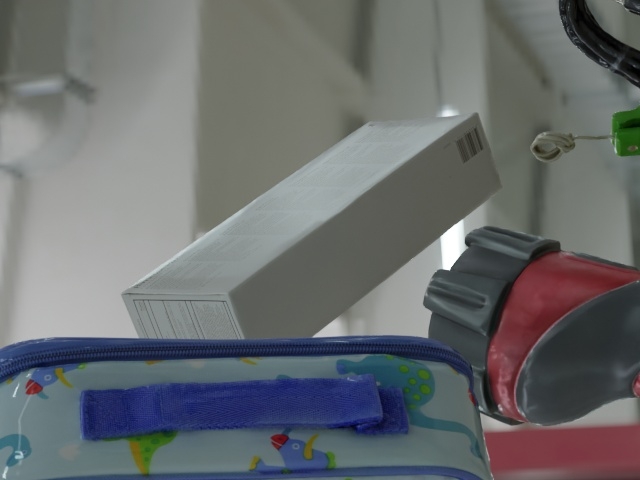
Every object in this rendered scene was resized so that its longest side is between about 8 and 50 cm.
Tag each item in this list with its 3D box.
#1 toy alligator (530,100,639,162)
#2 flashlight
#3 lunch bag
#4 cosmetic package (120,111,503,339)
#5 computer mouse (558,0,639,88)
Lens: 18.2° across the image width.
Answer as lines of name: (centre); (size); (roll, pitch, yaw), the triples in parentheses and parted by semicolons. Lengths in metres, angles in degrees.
toy alligator: (0.236, -0.079, 1.334); (0.056, 0.190, 0.051); (83, -170, -46)
flashlight: (0.195, 0.076, 0.983); (0.103, 0.304, 0.103); (-44, -43, -33)
lunch bag: (-0.041, 0.114, 0.830); (0.176, 0.219, 0.090); (98, 166, -48)
cosmetic package: (0.000, 0.000, 1.213); (0.239, 0.099, 0.060); (-36, -65, -38)
computer mouse: (0.188, -0.047, 0.614); (0.041, 0.242, 0.071); (-53, -29, -54)
